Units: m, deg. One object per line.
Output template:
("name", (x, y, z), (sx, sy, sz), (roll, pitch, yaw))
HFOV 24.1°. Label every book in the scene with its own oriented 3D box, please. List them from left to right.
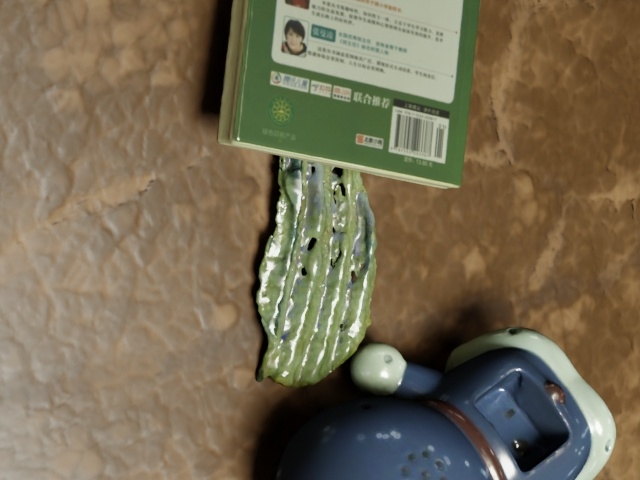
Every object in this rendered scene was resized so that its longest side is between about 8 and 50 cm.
("book", (0.031, -0.179, 1.016), (0.202, 0.027, 0.264), (9, 85, -36))

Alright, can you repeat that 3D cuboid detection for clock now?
("clock", (0.077, 0.160, 1.035), (0.243, 0.146, 0.200), (-28, 80, -34))

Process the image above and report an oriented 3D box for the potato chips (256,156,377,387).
("potato chips", (0.000, 0.000, 1.033), (0.092, 0.028, 0.208), (3, 95, -31))
